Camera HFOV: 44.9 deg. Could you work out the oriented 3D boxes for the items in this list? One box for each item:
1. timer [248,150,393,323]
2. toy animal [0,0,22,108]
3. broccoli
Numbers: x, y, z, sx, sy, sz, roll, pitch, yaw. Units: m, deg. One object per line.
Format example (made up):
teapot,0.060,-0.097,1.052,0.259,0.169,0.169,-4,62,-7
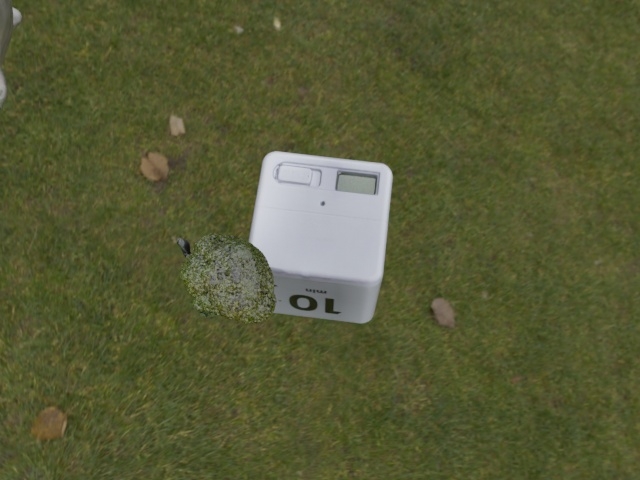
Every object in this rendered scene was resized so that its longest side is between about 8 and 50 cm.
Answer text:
timer,0.000,0.000,1.169,0.192,0.195,0.194,7,66,2
toy animal,-0.325,-0.090,0.504,0.188,0.266,0.308,36,26,-44
broccoli,-0.119,0.052,0.989,0.131,0.120,0.130,0,51,-38
